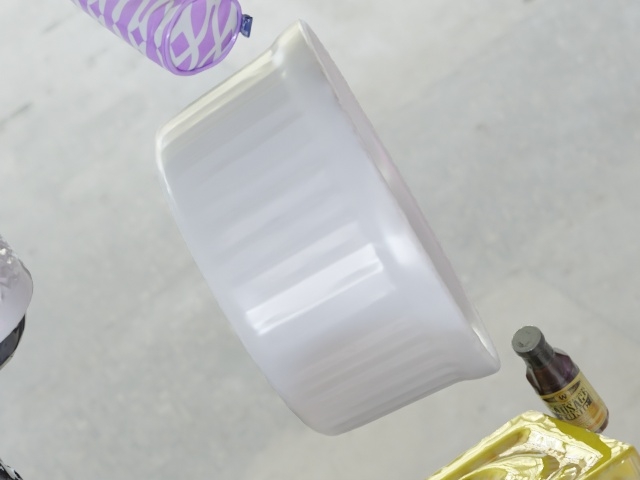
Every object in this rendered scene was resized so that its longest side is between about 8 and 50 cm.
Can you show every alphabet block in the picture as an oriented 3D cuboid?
[{"bbox_3d":[0.167,0.270,1.433,0.193,0.197,0.192,-33,12,-15],"label":"alphabet block"}]

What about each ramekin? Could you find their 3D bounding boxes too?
[{"bbox_3d":[0.000,0.000,1.298,0.135,0.277,0.277,-30,32,6],"label":"ramekin"}]

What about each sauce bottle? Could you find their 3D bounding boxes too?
[{"bbox_3d":[0.189,0.113,1.502,0.042,0.128,0.042,-21,45,23],"label":"sauce bottle"}]

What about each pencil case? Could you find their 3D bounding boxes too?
[{"bbox_3d":[-0.154,-0.213,1.548,0.086,0.088,0.206,-27,48,-38],"label":"pencil case"}]

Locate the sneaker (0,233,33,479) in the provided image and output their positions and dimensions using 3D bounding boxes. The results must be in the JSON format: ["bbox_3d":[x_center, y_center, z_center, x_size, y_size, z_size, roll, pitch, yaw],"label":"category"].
[{"bbox_3d":[-0.170,0.083,0.814,0.269,0.153,0.101,-20,27,50],"label":"sneaker"}]
